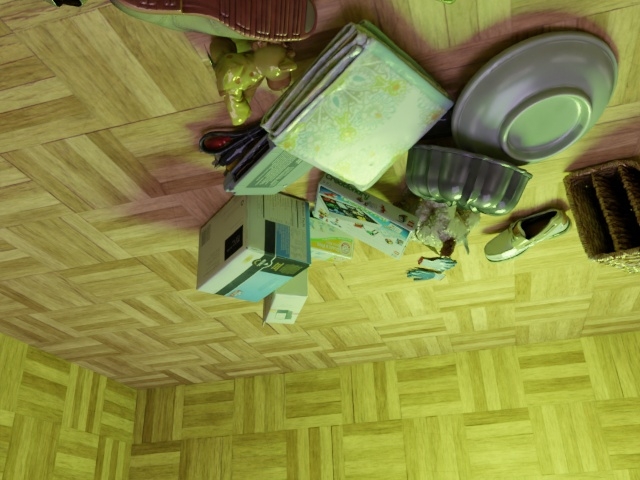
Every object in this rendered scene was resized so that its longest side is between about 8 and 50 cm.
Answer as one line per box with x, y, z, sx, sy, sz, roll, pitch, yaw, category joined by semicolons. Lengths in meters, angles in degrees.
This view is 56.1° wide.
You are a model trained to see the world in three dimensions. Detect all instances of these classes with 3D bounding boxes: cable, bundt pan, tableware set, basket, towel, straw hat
-0.198;-0.274;1.553;0.287;0.072;0.139;-31;125;24;cable
0.369;-0.147;1.559;0.331;0.124;0.331;15;-178;0;bundt pan
0.306;-0.122;1.887;0.141;0.020;0.169;8;150;-20;tableware set
0.869;-0.084;1.703;0.223;0.299;0.213;15;147;-30;basket
0.092;-0.289;1.362;0.320;0.090;0.374;-42;140;24;towel
0.372;-0.010;2.053;0.144;0.144;0.061;30;100;-46;straw hat

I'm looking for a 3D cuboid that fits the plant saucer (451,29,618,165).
0.514;-0.293;1.413;0.400;0.100;0.400;-7;143;-5;plant saucer

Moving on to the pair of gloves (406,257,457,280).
0.431;0.113;2.341;0.159;0.023;0.198;8;150;-15;pair of gloves

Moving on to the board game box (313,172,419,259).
0.128;-0.069;1.786;0.305;0.053;0.193;28;153;8;board game box

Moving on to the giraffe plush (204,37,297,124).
-0.133;-0.362;1.253;0.170;0.181;0.210;-16;169;0;giraffe plush

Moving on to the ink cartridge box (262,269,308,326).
-0.135;0.177;2.218;0.119;0.207;0.353;5;152;-11;ink cartridge box

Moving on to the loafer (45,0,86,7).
-0.508;-0.472;1.126;0.148;0.050;0.056;1;152;-6;loafer

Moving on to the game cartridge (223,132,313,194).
-0.108;-0.208;1.595;0.196;0.060;0.294;0;156;-40;game cartridge

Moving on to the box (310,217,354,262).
0.000;0.000;1.980;0.203;0.103;0.114;15;163;-30;box

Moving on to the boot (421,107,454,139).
0.295;-0.274;1.541;0.208;0.076;0.190;-14;138;8;boot

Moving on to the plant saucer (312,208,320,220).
0.072;-0.090;1.932;0.192;0.018;0.067;-3;152;4;plant saucer

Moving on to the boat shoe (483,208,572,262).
0.678;-0.025;2.017;0.302;0.113;0.103;-30;141;25;boat shoe

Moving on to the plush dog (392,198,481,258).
0.330;-0.047;1.841;0.262;0.211;0.225;27;164;-40;plush dog

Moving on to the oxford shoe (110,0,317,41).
-0.201;-0.457;1.141;0.397;0.140;0.146;6;-178;-25;oxford shoe

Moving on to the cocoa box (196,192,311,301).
-0.212;0.020;1.887;0.228;0.231;0.347;15;147;-31;cocoa box

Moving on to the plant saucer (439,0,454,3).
0.215;-0.518;1.102;0.188;0.045;0.188;8;150;-19;plant saucer
